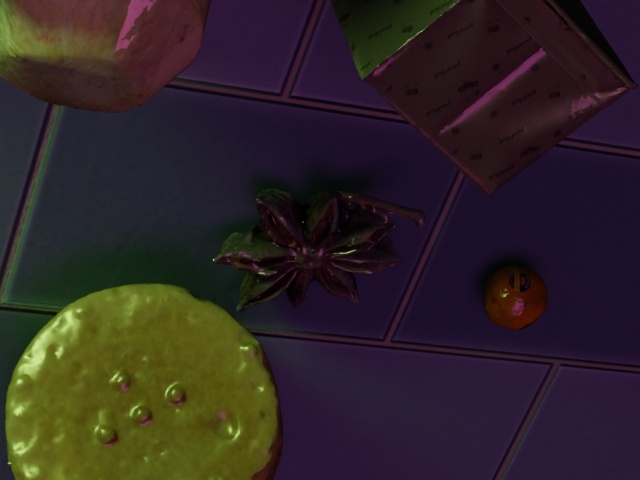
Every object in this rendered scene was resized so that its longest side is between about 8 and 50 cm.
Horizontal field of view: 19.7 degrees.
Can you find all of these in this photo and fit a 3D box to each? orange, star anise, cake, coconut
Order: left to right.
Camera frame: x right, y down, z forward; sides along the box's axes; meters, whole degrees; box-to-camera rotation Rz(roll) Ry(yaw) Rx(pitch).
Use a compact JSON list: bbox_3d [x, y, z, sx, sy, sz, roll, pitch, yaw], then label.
[{"bbox_3d":[-0.216,-0.263,1.783,0.259,0.259,0.259,-9,130,-11],"label":"coconut"},{"bbox_3d":[-0.203,0.230,2.181,0.332,0.332,0.321,-13,168,-7],"label":"cake"},{"bbox_3d":[0.000,0.001,2.153,0.262,0.081,0.230,-27,131,20],"label":"star anise"},{"bbox_3d":[0.241,0.071,2.287,0.084,0.083,0.083,-9,130,-11],"label":"orange"}]

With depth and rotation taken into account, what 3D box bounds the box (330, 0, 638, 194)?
[{"bbox_3d":[0.141,-0.237,1.862,0.190,0.297,0.225,-39,128,15],"label":"box"}]
